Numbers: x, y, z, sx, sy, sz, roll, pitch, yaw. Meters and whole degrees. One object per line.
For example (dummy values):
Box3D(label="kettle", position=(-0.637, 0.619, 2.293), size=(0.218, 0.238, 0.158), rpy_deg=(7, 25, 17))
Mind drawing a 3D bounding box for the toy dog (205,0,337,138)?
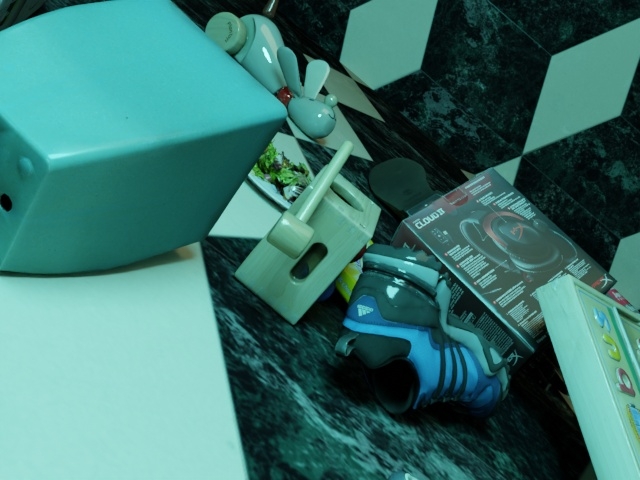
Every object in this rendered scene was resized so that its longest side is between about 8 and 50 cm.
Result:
Box3D(label="toy dog", position=(-0.067, -0.367, 1.550), size=(0.334, 0.161, 0.220), rpy_deg=(40, 17, -1))

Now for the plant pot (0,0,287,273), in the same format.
Box3D(label="plant pot", position=(-0.178, -0.079, 0.607), size=(0.165, 0.165, 0.234), rpy_deg=(43, 29, 9))

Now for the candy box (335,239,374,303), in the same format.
Box3D(label="candy box", position=(0.063, 0.052, 0.987), size=(0.105, 0.027, 0.206), rpy_deg=(50, 16, -5))

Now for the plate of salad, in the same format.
Box3D(label="plate of salad", position=(-0.049, -0.095, 1.111), size=(0.200, 0.048, 0.200), rpy_deg=(37, 17, -13))

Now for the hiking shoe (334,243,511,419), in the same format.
Box3D(label="hiking shoe", position=(0.103, 0.130, 0.814), size=(0.113, 0.132, 0.304), rpy_deg=(12, -27, 43))

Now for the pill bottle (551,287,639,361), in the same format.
Box3D(label="pill bottle", position=(0.492, 0.185, 1.345), size=(0.318, 0.176, 0.176), rpy_deg=(50, 19, 28))

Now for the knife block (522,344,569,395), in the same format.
Box3D(label="knife block", position=(0.348, 0.138, 1.309), size=(0.242, 0.088, 0.275), rpy_deg=(39, 17, -7))

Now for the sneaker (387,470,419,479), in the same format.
Box3D(label="sneaker", position=(0.126, 0.246, 0.561), size=(0.258, 0.091, 0.094), rpy_deg=(31, 20, -29))

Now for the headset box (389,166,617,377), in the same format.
Box3D(label="headset box", position=(0.256, 0.035, 1.160), size=(0.218, 0.110, 0.293), rpy_deg=(-30, 67, -33))

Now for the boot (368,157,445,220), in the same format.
Box3D(label="boot", position=(0.180, -0.064, 1.492), size=(0.115, 0.112, 0.305), rpy_deg=(66, -4, -35))

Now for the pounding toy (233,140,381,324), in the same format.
Box3D(label="pounding toy", position=(0.005, -0.005, 0.775), size=(0.094, 0.181, 0.206), rpy_deg=(40, 17, -3))

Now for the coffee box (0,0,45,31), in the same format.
Box3D(label="coffee box", position=(-0.378, -0.299, 0.796), size=(0.168, 0.119, 0.297), rpy_deg=(33, 19, -19))

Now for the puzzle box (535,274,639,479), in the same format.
Box3D(label="puzzle box", position=(0.409, 0.259, 0.956), size=(0.272, 0.052, 0.408), rpy_deg=(23, 46, -43))
